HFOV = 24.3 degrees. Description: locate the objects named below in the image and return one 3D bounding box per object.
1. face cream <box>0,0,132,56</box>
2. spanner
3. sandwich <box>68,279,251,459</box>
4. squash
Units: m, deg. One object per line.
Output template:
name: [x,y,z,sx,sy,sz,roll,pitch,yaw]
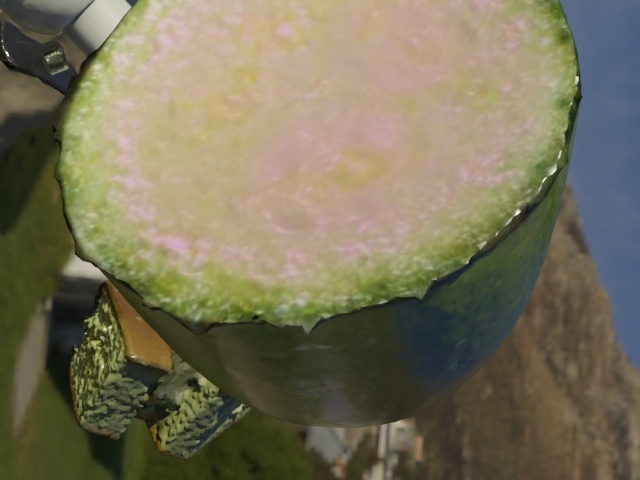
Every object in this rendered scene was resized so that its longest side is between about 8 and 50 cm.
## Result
face cream: [-0.301,-0.305,1.527,0.145,0.369,0.145,-43,-168,11]
spanner: [-0.160,-0.090,1.108,0.012,0.208,0.046,-28,-154,44]
sandwich: [-0.138,0.143,1.531,0.122,0.235,0.128,-52,-144,26]
squash: [0.031,-0.001,0.936,0.309,0.310,0.310,64,24,-52]
